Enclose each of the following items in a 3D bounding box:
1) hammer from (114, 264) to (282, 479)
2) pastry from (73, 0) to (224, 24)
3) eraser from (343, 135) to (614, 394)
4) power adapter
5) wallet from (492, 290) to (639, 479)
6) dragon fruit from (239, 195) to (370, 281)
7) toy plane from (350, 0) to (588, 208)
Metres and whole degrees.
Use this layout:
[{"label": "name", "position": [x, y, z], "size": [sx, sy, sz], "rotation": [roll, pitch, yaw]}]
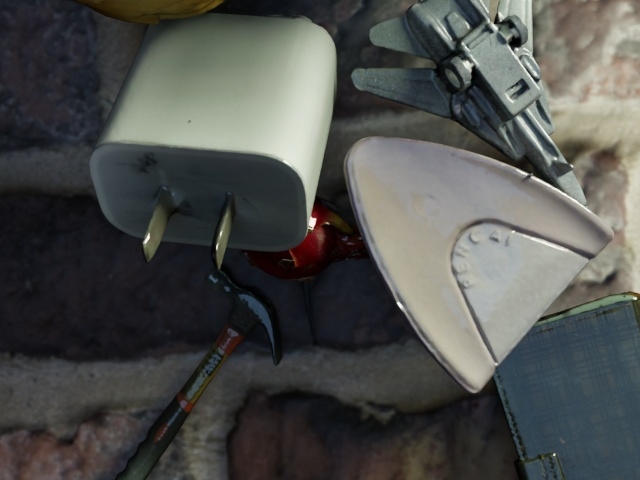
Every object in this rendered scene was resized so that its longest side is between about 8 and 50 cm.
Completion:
[{"label": "hammer", "position": [-0.143, 0.169, 0.965], "size": [0.111, 0.033, 0.287], "rotation": [37, 97, 4]}, {"label": "pastry", "position": [-0.185, -0.377, 0.773], "size": [0.245, 0.409, 0.409], "rotation": [-34, 89, 18]}, {"label": "eraser", "position": [0.122, -0.009, 0.889], "size": [0.243, 0.059, 0.204], "rotation": [42, 91, 0]}, {"label": "power adapter", "position": [-0.093, -0.078, 0.831], "size": [0.187, 0.124, 0.255], "rotation": [5, 50, 7]}, {"label": "wallet", "position": [0.276, 0.220, 0.900], "size": [0.169, 0.044, 0.317], "rotation": [-19, 85, 12]}, {"label": "dragon fruit", "position": [0.000, 0.000, 0.914], "size": [0.191, 0.094, 0.094], "rotation": [13, 95, -6]}, {"label": "toy plane", "position": [0.178, -0.128, 0.881], "size": [0.212, 0.088, 0.267], "rotation": [-37, 90, -6]}]
